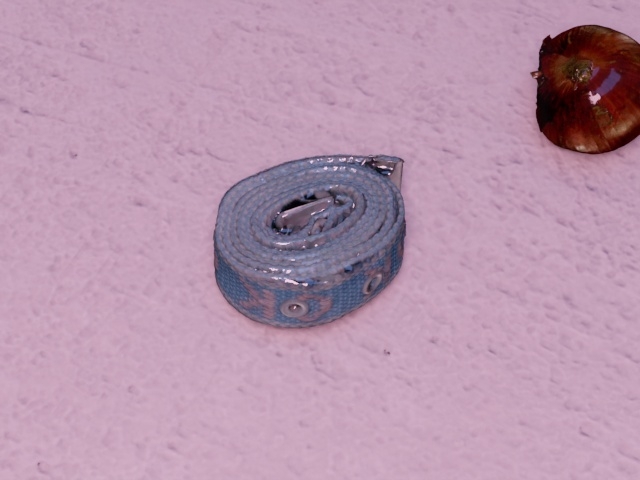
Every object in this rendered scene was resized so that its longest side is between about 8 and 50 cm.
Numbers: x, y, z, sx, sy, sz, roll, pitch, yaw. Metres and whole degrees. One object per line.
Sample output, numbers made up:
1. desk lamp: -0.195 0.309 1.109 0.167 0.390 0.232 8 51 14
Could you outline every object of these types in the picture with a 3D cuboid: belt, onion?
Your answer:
1. belt: -0.008 0.002 1.301 0.163 0.082 0.148 -1 51 -1
2. onion: 0.246 -0.134 1.379 0.118 0.118 0.117 6 83 -1
